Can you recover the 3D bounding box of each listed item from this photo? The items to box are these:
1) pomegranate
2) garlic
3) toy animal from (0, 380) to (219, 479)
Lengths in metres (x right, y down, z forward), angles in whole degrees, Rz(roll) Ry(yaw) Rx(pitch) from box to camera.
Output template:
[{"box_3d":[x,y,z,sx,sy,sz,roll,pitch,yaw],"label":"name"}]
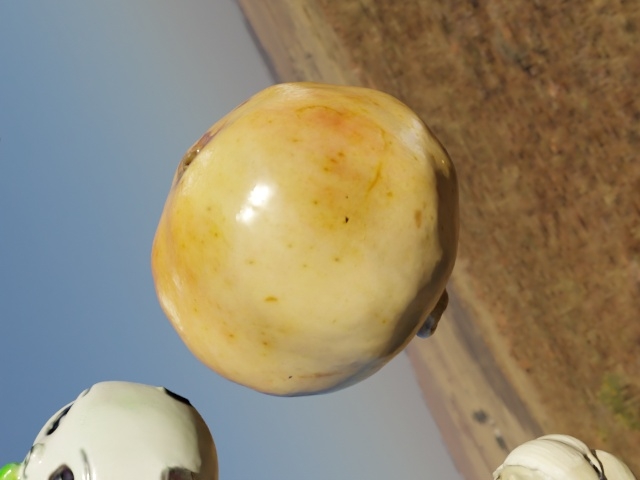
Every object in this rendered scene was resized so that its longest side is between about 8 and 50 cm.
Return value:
[{"box_3d":[0.000,0.000,1.399,0.411,0.412,0.411,62,-179,-2],"label":"pomegranate"},{"box_3d":[0.395,0.392,1.586,0.203,0.185,0.281,-9,103,58],"label":"garlic"},{"box_3d":[-0.208,0.263,1.051,0.212,0.213,0.266,-116,31,-55],"label":"toy animal"}]
